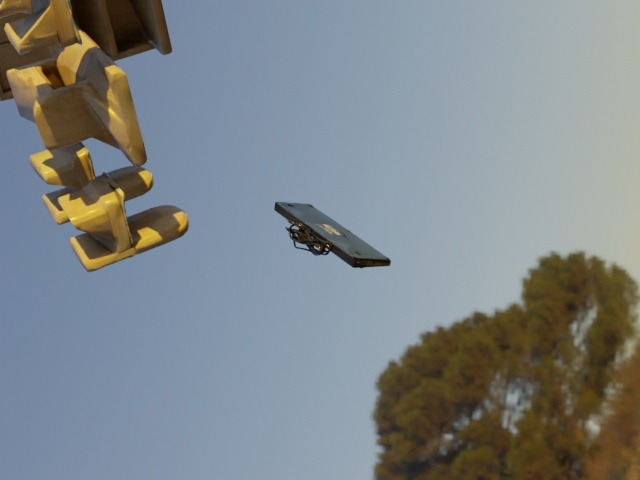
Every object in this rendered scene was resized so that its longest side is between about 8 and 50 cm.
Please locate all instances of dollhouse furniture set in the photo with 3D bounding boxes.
[{"bbox_3d":[-0.272,-0.234,1.366,0.256,0.394,0.362,-22,-54,-19],"label":"dollhouse furniture set"}]

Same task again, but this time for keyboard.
[{"bbox_3d":[0.000,0.000,1.432,0.100,0.192,0.038,5,-70,-39],"label":"keyboard"}]
